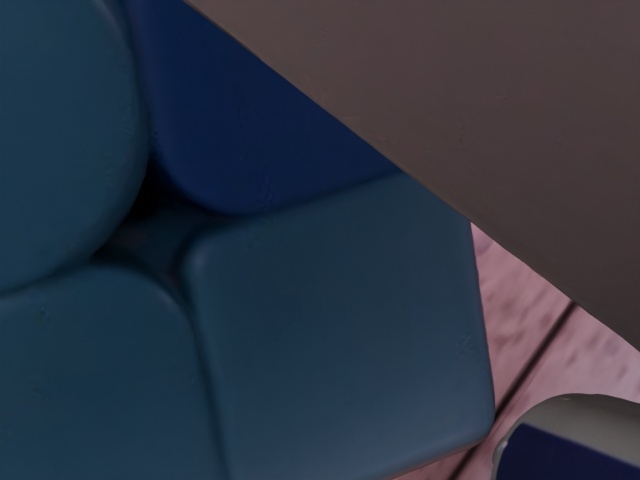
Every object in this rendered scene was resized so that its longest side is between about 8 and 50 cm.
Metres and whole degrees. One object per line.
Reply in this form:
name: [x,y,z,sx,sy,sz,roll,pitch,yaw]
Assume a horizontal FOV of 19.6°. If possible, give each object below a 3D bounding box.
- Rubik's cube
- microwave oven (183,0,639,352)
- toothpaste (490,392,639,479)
Rubik's cube: [-0.149,-0.062,0.582,0.292,0.290,0.291,-17,21,-22]
microwave oven: [0.111,-0.152,0.403,0.181,0.237,0.295,-33,28,48]
toothpaste: [0.091,0.066,0.362,0.268,0.047,0.069,-170,81,-73]
